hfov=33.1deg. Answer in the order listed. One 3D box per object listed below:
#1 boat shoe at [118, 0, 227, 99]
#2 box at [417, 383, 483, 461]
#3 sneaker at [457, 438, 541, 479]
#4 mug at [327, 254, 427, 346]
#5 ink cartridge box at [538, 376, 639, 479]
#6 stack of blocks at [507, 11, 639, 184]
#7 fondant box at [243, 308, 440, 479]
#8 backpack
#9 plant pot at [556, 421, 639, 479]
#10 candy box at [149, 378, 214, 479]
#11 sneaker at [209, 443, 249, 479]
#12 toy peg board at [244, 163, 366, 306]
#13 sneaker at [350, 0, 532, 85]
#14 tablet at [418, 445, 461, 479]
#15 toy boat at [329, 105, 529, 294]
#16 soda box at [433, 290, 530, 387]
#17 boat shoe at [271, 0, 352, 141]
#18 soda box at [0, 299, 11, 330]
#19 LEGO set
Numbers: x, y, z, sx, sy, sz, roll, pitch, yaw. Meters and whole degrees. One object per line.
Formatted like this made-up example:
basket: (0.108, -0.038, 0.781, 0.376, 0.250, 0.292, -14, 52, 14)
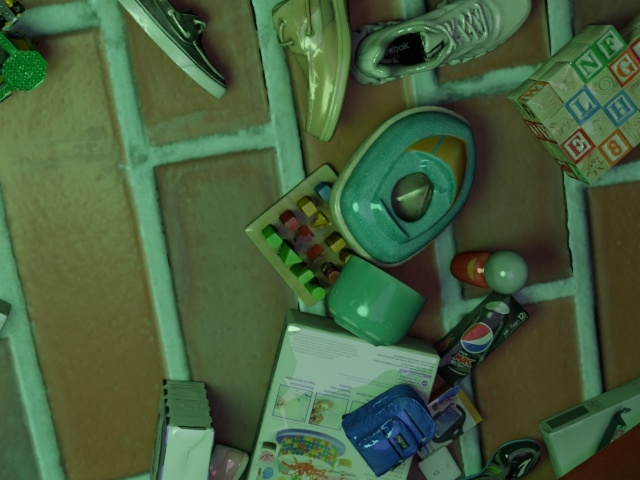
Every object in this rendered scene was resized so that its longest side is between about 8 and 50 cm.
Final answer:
boat shoe: (-0.199, -0.294, 1.506, 0.070, 0.078, 0.219, -43, 105, 2)
box: (0.185, 0.295, 1.741, 0.136, 0.028, 0.081, -36, 106, -2)
sneaker: (0.286, 0.396, 1.756, 0.188, 0.078, 0.067, -33, 106, -4)
mug: (0.084, 0.100, 1.570, 0.158, 0.129, 0.097, 34, 86, -37)
ink cartridge box: (0.530, 0.360, 1.807, 0.275, 0.060, 0.239, -23, 105, -5)
stack of blocks: (0.456, -0.249, 1.638, 0.297, 0.087, 0.171, -41, 106, 0)
fondant box: (0.024, 0.295, 1.663, 0.238, 0.096, 0.330, 13, 99, -6)
backpack: (0.108, 0.279, 1.567, 0.120, 0.101, 0.098, -35, 109, 1)
plant pot: (0.544, 0.484, 1.706, 0.267, 0.236, 0.267, -35, 121, 3)
candy box: (-0.206, 0.315, 1.581, 0.070, 0.196, 0.165, 6, 101, -12)
sneaker: (-0.172, 0.379, 1.678, 0.070, 0.051, 0.134, 28, 90, -17)
toy peg board: (0.000, 0.000, 1.611, 0.160, 0.079, 0.161, -39, 107, 0)
sneaker: (0.182, -0.298, 1.560, 0.292, 0.118, 0.110, -24, 104, -6)
tablet: (0.196, 0.373, 1.757, 0.054, 0.006, 0.083, -33, 127, -2)
toy boat: (0.179, -0.042, 1.584, 0.318, 0.148, 0.267, 47, 72, -23)
soda box: (0.247, 0.152, 1.703, 0.169, 0.060, 0.053, -44, 106, 1)
boat shoe: (-0.016, -0.311, 1.524, 0.110, 0.121, 0.341, 1, 92, -7)
soda box: (-0.556, 0.082, 1.527, 0.216, 0.069, 0.074, 28, 95, -16)
LEGO set: (-0.546, -0.247, 1.428, 0.331, 0.192, 0.255, -44, 136, 4)
